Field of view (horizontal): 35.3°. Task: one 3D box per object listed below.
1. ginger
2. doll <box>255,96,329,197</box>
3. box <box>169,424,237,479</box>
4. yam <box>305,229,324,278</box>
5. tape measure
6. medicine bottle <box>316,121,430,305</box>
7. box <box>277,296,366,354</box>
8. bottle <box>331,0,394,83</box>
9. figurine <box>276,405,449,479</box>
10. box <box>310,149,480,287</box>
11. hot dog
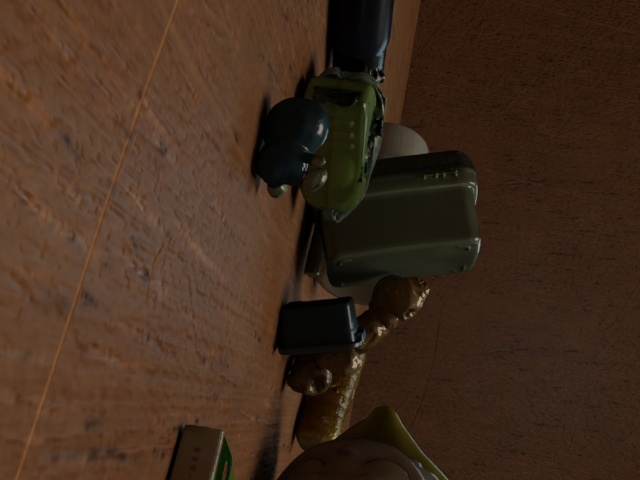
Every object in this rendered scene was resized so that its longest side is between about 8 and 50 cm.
[{"bbox_3d":[0.044,0.124,1.261,0.259,0.065,0.149,-32,-159,52],"label":"ginger"},{"bbox_3d":[-0.021,-0.082,0.852,0.050,0.076,0.083,26,72,-39],"label":"doll"},{"bbox_3d":[-0.093,0.247,0.791,0.235,0.034,0.132,88,13,-59],"label":"box"},{"bbox_3d":[0.000,0.000,1.345,0.021,0.021,0.116,90,11,-55],"label":"yam"},{"bbox_3d":[0.024,-0.115,1.098,0.154,0.088,0.177,-75,174,-49],"label":"tape measure"},{"bbox_3d":[0.081,-0.041,1.479,0.144,0.145,0.252,87,12,-62],"label":"medicine bottle"},{"bbox_3d":[0.000,0.097,1.164,0.074,0.099,0.054,-25,109,-82],"label":"box"},{"bbox_3d":[0.049,-0.291,1.151,0.072,0.082,0.244,-23,137,-27],"label":"bottle"},{"bbox_3d":[-0.020,0.417,1.171,0.378,0.266,0.361,-20,144,-56],"label":"figurine"},{"bbox_3d":[0.095,-0.025,1.257,0.148,0.210,0.129,82,1,-68],"label":"box"},{"bbox_3d":[0.021,0.233,1.598,0.286,0.088,0.061,-76,167,-60],"label":"hot dog"}]
